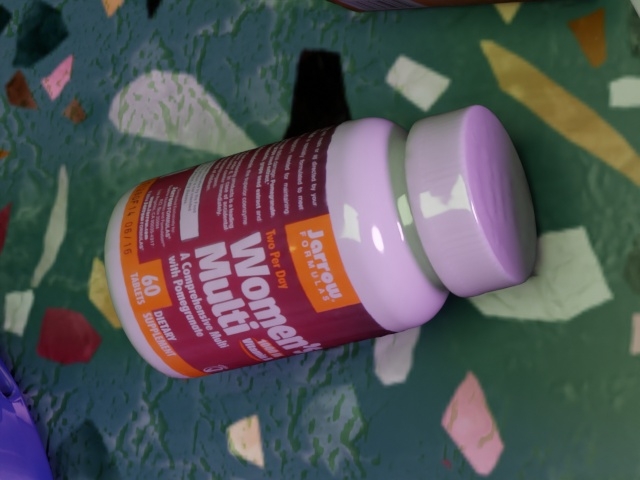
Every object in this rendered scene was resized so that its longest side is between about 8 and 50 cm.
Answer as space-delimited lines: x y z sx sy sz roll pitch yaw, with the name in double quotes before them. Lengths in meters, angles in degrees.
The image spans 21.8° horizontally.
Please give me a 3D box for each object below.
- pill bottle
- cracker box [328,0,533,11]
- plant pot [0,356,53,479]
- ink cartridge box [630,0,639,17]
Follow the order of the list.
"pill bottle" 0.000 0.000 0.931 0.221 0.121 0.121 -15 80 25
"cracker box" 0.077 -0.252 0.939 0.156 0.067 0.232 2 87 32
"plant pot" -0.341 0.098 1.037 0.236 0.236 0.212 -27 68 22
"ink cartridge box" 0.291 -0.159 0.773 0.296 0.066 0.261 -41 56 30
